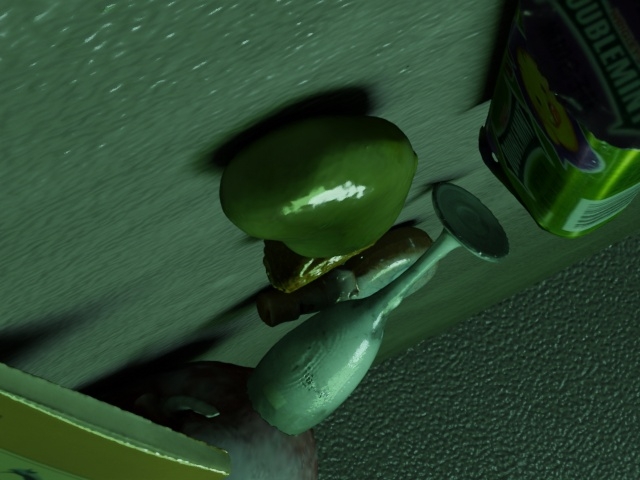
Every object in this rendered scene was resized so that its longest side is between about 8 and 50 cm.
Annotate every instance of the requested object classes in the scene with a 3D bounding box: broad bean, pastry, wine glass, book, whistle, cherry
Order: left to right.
[{"bbox_3d":[-0.296,0.218,1.300,0.269,0.032,0.389,28,135,-35],"label":"book"},{"bbox_3d":[-0.161,0.298,1.714,0.326,0.334,0.291,7,-172,-42],"label":"cherry"},{"bbox_3d":[-0.002,0.076,1.495,0.309,0.096,0.264,-45,155,28],"label":"wine glass"},{"bbox_3d":[0.000,0.000,1.299,0.109,0.057,0.097,-28,173,11],"label":"pastry"},{"bbox_3d":[0.006,-0.035,1.032,0.124,0.082,0.174,-26,173,9],"label":"broad bean"},{"bbox_3d":[0.036,0.039,1.644,0.220,0.057,0.107,-19,154,-19],"label":"whistle"}]

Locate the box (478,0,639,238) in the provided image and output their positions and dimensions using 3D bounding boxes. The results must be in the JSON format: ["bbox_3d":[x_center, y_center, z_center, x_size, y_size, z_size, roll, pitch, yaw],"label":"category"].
[{"bbox_3d":[0.176,-0.088,1.068,0.097,0.134,0.345,-31,172,-2],"label":"box"}]
